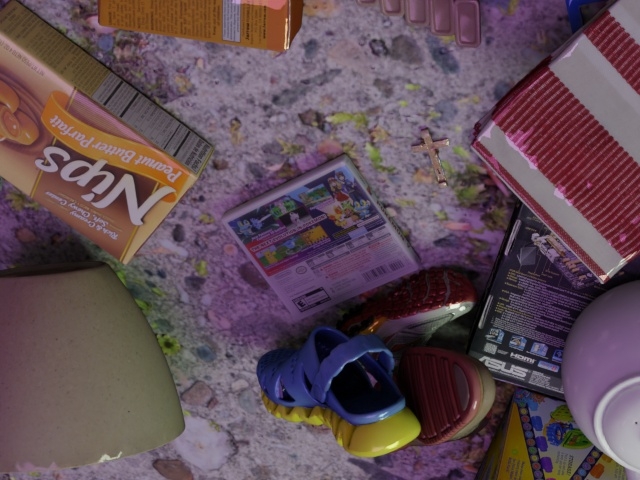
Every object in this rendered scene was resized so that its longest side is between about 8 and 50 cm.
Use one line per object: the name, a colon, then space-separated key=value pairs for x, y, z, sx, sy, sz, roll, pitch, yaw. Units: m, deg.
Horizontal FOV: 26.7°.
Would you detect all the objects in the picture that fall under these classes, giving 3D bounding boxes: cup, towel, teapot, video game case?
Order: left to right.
cup: x=-0.357 y=0.154 z=1.810 sx=0.331 sy=0.331 sz=0.237 roll=-4 pitch=95 yaw=17
video game case: x=0.000 y=0.000 z=1.761 sx=0.201 sy=0.023 sz=0.183 roll=-24 pitch=114 yaw=28
towel: x=0.350 y=-0.140 z=1.438 sx=0.329 sy=0.037 sz=0.237 roll=-43 pitch=103 yaw=12
teapot: x=0.395 y=0.177 z=1.557 sx=0.252 sy=0.187 sz=0.256 roll=-36 pitch=108 yaw=31

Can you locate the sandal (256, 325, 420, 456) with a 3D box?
sandal: x=0.015 y=0.169 z=1.726 sx=0.317 sy=0.126 sz=0.138 roll=9 pitch=115 yaw=58

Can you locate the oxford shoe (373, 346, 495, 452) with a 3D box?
oxford shoe: x=0.166 y=0.197 z=1.721 sx=0.130 sy=0.123 sz=0.348 roll=-5 pitch=170 yaw=-15

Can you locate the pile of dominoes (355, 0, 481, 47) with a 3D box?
pile of dominoes: x=0.098 y=-0.345 z=1.514 sx=0.251 sy=0.040 sz=0.196 roll=23 pitch=126 yaw=9

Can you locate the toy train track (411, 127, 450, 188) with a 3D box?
toy train track: x=0.140 y=-0.099 z=1.663 sx=0.048 sy=0.014 sz=0.083 roll=-11 pitch=120 yaw=21

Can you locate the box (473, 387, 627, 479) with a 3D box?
box: x=0.341 y=0.375 z=1.778 sx=0.279 sy=0.177 sz=0.290 roll=17 pitch=143 yaw=4

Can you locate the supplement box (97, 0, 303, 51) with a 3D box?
supplement box: x=-0.141 y=-0.283 z=1.578 sx=0.233 sy=0.078 sz=0.080 roll=7 pitch=124 yaw=9

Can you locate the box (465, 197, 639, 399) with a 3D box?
box: x=0.406 y=0.078 z=1.662 sx=0.395 sy=0.097 sz=0.318 roll=16 pitch=127 yaw=4

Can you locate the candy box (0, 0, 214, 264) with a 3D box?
candy box: x=-0.317 y=-0.133 z=1.715 sx=0.316 sy=0.087 sz=0.183 roll=36 pitch=124 yaw=-11

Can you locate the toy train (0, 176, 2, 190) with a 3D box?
toy train: x=-0.509 y=-0.087 z=1.807 sx=0.184 sy=0.080 sz=0.105 roll=-11 pitch=128 yaw=18

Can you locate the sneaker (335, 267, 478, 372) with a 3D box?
sneaker: x=0.119 y=0.109 z=1.771 sx=0.225 sy=0.088 sz=0.093 roll=-28 pitch=117 yaw=38

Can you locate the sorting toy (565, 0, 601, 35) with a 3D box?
sorting toy: x=0.439 y=-0.279 z=1.449 sx=0.347 sy=0.047 sz=0.196 roll=-22 pitch=119 yaw=26
